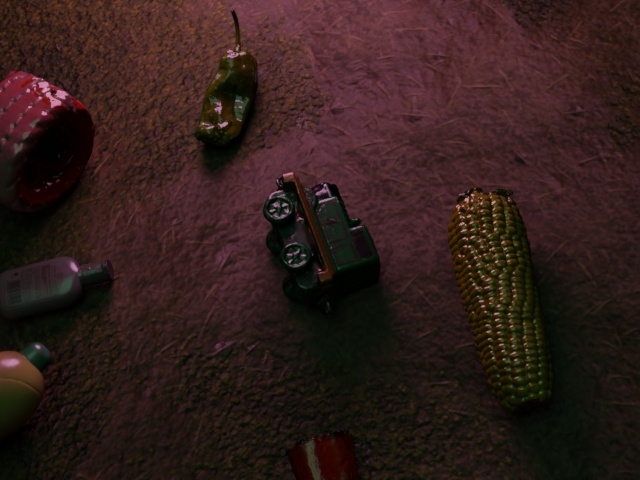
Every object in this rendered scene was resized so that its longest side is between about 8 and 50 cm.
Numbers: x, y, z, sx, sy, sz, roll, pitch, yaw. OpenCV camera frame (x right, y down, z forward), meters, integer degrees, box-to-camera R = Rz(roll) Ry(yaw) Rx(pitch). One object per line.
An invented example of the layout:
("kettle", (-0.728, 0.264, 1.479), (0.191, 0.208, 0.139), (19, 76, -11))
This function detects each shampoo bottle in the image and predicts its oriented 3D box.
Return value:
("shampoo bottle", (-0.376, 0.061, 1.690), (0.165, 0.040, 0.080), (-14, 58, 4))

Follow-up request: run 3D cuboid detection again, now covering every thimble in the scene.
("thimble", (-0.429, -0.140, 1.743), (0.125, 0.163, 0.189), (30, 85, 25))

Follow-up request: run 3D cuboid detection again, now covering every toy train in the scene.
("toy train", (0.000, 0.000, 1.615), (0.136, 0.091, 0.227), (-14, 57, -7))

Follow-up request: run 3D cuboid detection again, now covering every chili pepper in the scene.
("chili pepper", (-0.129, -0.233, 1.782), (0.072, 0.073, 0.203), (17, 77, 1))
("chili pepper", (0.025, 0.321, 1.449), (0.088, 0.065, 0.168), (-15, 65, -12))

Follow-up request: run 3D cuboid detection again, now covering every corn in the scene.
("corn", (0.227, 0.073, 1.513), (0.106, 0.106, 0.305), (-11, 62, 7))

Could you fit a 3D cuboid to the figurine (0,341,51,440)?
("figurine", (-0.523, 0.182, 1.610), (0.325, 0.124, 0.222), (7, 63, 21))
